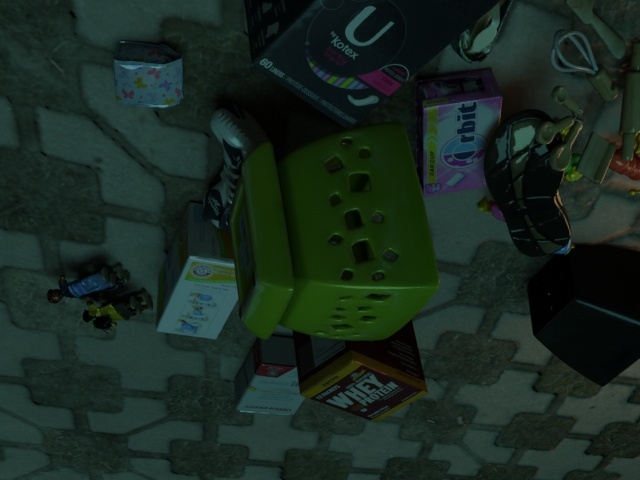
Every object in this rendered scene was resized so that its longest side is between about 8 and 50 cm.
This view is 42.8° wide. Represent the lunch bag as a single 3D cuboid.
[{"bbox_3d":[-0.214,-0.208,1.027,0.083,0.053,0.071,6,137,-2],"label":"lunch bag"}]

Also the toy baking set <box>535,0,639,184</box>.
[{"bbox_3d":[0.365,-0.198,1.075,0.196,0.030,0.256,-5,106,-35],"label":"toy baking set"}]

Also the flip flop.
[{"bbox_3d":[0.304,-0.084,1.181,0.112,0.080,0.277,-12,138,18],"label":"flip flop"}]

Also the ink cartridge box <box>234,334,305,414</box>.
[{"bbox_3d":[-0.085,0.265,1.601,0.127,0.072,0.175,9,137,-21],"label":"ink cartridge box"}]

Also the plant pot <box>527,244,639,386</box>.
[{"bbox_3d":[0.476,0.116,1.456,0.167,0.187,0.188,20,134,-13],"label":"plant pot"}]

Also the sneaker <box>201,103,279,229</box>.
[{"bbox_3d":[-0.124,-0.082,1.159,0.153,0.094,0.235,-30,147,12],"label":"sneaker"}]

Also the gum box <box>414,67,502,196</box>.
[{"bbox_3d":[0.192,-0.153,1.158,0.107,0.062,0.188,-9,141,0],"label":"gum box"}]

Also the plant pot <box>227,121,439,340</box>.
[{"bbox_3d":[0.000,0.000,1.035,0.207,0.228,0.227,-3,158,-14],"label":"plant pot"}]

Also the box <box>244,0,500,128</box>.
[{"bbox_3d":[0.061,-0.283,0.914,0.165,0.143,0.270,26,129,-36],"label":"box"}]

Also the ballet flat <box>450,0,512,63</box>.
[{"bbox_3d":[0.213,-0.294,0.991,0.070,0.070,0.188,2,139,-13],"label":"ballet flat"}]

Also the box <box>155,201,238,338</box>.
[{"bbox_3d":[-0.185,0.051,1.292,0.103,0.114,0.203,11,138,-20],"label":"box"}]

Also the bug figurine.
[{"bbox_3d":[0.382,-0.071,1.285,0.216,0.072,0.279,13,136,-24],"label":"bug figurine"}]

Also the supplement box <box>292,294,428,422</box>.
[{"bbox_3d":[0.065,0.186,1.438,0.191,0.194,0.129,27,129,-35],"label":"supplement box"}]

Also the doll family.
[{"bbox_3d":[-0.367,0.096,1.352,0.111,0.076,0.193,-14,135,14],"label":"doll family"}]
